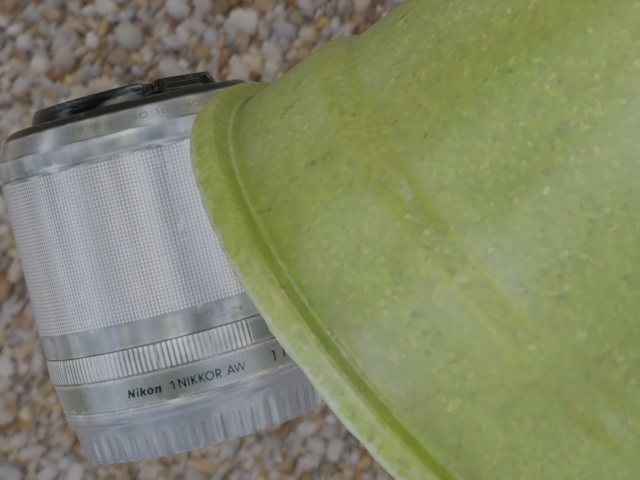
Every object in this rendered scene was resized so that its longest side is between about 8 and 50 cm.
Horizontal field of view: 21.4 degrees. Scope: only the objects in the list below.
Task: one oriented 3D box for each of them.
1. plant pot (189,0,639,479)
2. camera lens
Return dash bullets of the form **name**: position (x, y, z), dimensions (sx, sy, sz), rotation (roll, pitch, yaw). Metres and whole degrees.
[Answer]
- **plant pot**: position (0.140, -0.038, 0.597), dimensions (0.276, 0.276, 0.254), rotation (42, 109, -12)
- **camera lens**: position (-0.123, 0.016, 1.333), dimensions (0.219, 0.219, 0.274), rotation (-13, 93, 15)
